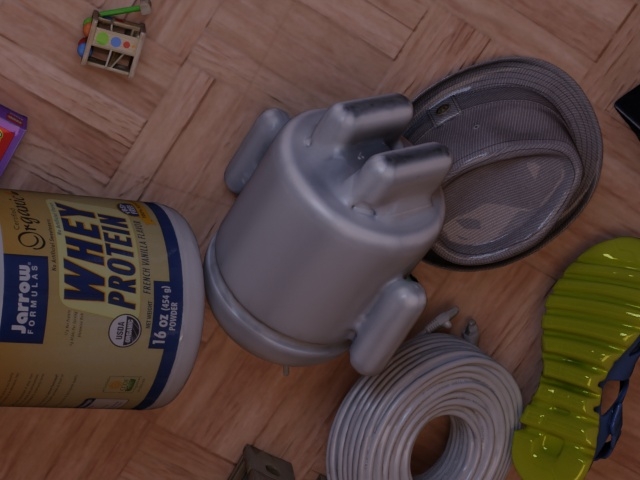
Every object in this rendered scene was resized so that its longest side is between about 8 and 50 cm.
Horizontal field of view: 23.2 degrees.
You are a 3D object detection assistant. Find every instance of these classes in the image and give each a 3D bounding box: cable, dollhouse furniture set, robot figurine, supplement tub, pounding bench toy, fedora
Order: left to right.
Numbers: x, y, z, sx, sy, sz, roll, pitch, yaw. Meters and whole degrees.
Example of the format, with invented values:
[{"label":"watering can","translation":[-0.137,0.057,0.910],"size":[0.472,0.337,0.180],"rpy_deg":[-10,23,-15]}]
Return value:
[{"label":"supplement tub","translation":[-0.303,0.062,1.635],"size":[0.316,0.228,0.228],"rpy_deg":[4,111,-28]},{"label":"pounding bench toy","translation":[-0.221,-0.226,1.669],"size":[0.065,0.052,0.083],"rpy_deg":[15,108,-12]},{"label":"dollhouse furniture set","translation":[-0.033,0.359,1.872],"size":[0.183,0.129,0.129],"rpy_deg":[26,105,-16]},{"label":"robot figurine","translation":[0.000,0.000,1.674],"size":[0.199,0.300,0.353],"rpy_deg":[-10,148,-41]},{"label":"cable","translation":[0.126,0.238,1.824],"size":[0.257,0.089,0.257],"rpy_deg":[-31,122,-26]},{"label":"fedora","translation":[0.199,-0.068,1.746],"size":[0.275,0.124,0.244],"rpy_deg":[-22,112,1]}]

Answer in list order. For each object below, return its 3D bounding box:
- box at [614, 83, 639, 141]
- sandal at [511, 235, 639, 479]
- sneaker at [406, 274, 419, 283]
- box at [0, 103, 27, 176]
[{"label":"box","translation":[0.547,-0.105,1.749],"size":[0.296,0.183,0.294],"rpy_deg":[-36,112,7]},{"label":"sandal","translation":[0.325,0.146,1.858],"size":[0.126,0.138,0.317],"rpy_deg":[24,95,30]},{"label":"sneaker","translation":[0.072,0.055,1.824],"size":[0.069,0.038,0.098],"rpy_deg":[-43,100,11]},{"label":"box","translation":[-0.475,-0.052,1.698],"size":[0.201,0.057,0.293],"rpy_deg":[27,105,-17]}]
